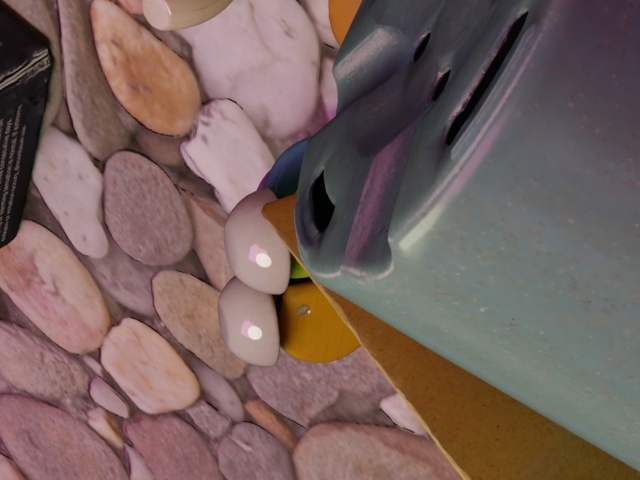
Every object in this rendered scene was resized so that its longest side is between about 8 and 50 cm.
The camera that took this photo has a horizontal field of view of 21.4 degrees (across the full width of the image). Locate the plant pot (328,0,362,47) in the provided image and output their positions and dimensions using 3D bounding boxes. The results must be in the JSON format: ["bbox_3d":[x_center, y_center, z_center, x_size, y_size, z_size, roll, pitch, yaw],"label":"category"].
[{"bbox_3d":[0.109,-0.117,0.986,0.188,0.205,0.205,41,146,38],"label":"plant pot"}]

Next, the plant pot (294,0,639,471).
[{"bbox_3d":[0.191,-0.031,0.738,0.334,0.341,0.341,26,147,-16],"label":"plant pot"}]

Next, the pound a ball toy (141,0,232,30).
[{"bbox_3d":[-0.130,-0.279,1.103,0.208,0.136,0.319,-11,118,51],"label":"pound a ball toy"}]

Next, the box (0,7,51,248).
[{"bbox_3d":[-0.576,-0.104,1.460,0.480,0.472,0.297,41,143,13],"label":"box"}]

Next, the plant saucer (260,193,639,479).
[{"bbox_3d":[0.159,0.092,1.011,0.333,0.081,0.332,30,-167,-36],"label":"plant saucer"}]

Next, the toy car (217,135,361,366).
[{"bbox_3d":[0.000,0.000,1.253,0.182,0.159,0.136,98,159,-46],"label":"toy car"}]
